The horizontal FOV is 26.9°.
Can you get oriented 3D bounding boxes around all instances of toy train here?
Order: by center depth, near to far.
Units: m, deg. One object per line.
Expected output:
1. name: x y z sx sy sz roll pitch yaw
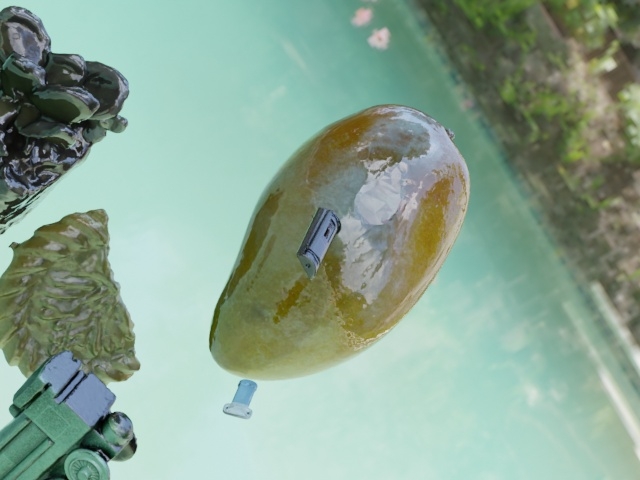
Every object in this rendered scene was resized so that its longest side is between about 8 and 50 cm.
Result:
1. toy train: -0.226 0.176 1.104 0.111 0.170 0.071 46 30 -4

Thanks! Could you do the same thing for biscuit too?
1. biscuit: -0.338 0.098 1.754 0.036 0.187 0.273 -129 -156 -53

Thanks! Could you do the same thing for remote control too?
1. remote control: 0.000 0.000 1.182 0.034 0.016 0.091 62 25 -20

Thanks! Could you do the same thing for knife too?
1. knife: -0.072 0.148 1.243 0.027 0.010 0.096 14 13 1

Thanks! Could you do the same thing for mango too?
1. mango: 0.019 0.006 1.530 0.221 0.384 0.199 44 -6 -7

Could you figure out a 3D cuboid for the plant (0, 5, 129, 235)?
1. plant: -0.376 -0.134 1.610 0.199 0.276 0.188 46 37 -1
